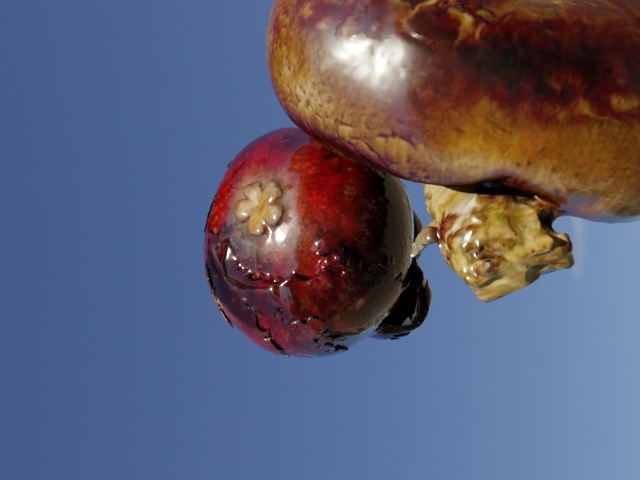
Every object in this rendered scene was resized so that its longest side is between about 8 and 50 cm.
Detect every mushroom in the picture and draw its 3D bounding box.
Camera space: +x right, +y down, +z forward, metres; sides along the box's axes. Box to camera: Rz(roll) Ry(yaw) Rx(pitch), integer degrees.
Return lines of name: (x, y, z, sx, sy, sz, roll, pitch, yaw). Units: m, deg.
mushroom: (0.114, -0.111, 0.693, 0.163, 0.297, 0.278, 109, 165, -57)

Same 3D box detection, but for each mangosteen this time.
mangosteen: (0.005, 0.006, 0.806, 0.180, 0.166, 0.166, 16, -109, -47)
